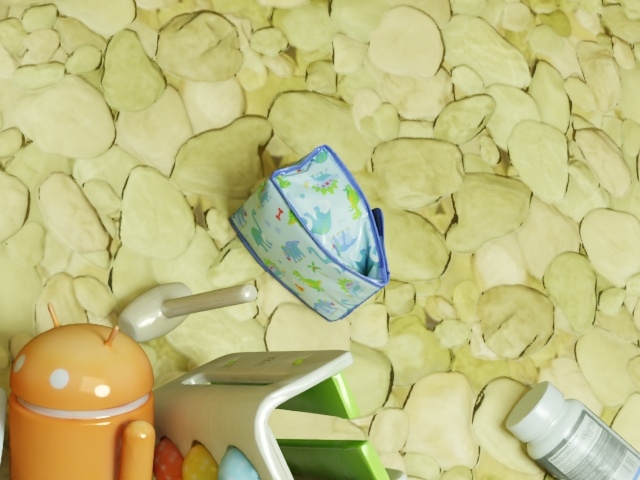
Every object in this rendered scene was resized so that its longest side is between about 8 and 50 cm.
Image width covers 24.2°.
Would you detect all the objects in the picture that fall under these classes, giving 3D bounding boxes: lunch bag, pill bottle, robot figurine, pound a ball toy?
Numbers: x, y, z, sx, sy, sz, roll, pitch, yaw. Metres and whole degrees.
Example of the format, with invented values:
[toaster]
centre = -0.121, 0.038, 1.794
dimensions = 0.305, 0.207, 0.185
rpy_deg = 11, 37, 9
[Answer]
[lunch bag]
centre = 0.000, 0.000, 1.468
dimensions = 0.096, 0.129, 0.151
rpy_deg = -30, 84, -27
[pill bottle]
centre = 0.262, 0.212, 1.528
dimensions = 0.137, 0.078, 0.078
rpy_deg = 41, 62, -4
[robot figurine]
centre = -0.209, 0.167, 1.295
dimensions = 0.128, 0.158, 0.219
rpy_deg = 1, 106, -8
[pound a ball toy]
centre = -0.086, 0.144, 1.303
dimensions = 0.136, 0.319, 0.208
rpy_deg = -28, 99, -26

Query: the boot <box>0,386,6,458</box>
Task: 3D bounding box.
[boot]
centre = -0.350, 0.234, 1.262
dimensions = 0.123, 0.095, 0.258
rpy_deg = 16, 64, -15
